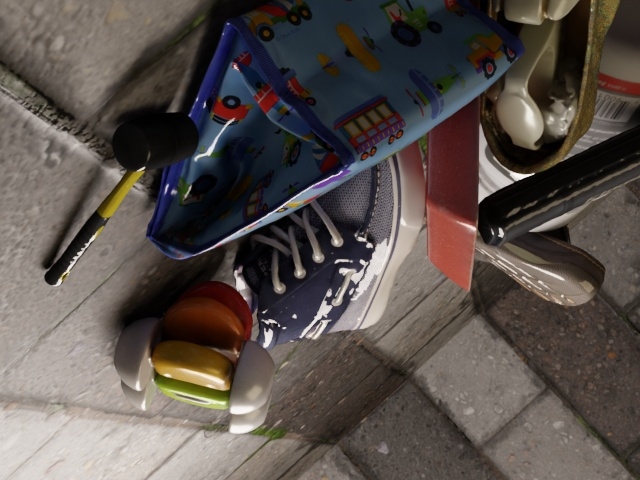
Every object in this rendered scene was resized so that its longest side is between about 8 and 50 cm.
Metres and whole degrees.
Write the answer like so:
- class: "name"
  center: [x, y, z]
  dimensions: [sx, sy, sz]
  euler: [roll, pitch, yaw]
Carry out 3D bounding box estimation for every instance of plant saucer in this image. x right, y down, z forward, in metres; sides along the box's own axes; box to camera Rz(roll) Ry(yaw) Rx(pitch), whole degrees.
- class: "plant saucer"
  center: [0.126, -0.103, 1.105]
  dimensions: [0.047, 0.258, 0.259]
  euler: [1, 165, 7]

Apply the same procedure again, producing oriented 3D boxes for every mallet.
- class: "mallet"
  center: [-0.166, -0.025, 0.872]
  dimensions: [0.190, 0.039, 0.062]
  euler: [-45, 166, 26]

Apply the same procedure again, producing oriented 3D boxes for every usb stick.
- class: "usb stick"
  center: [0.275, -0.069, 1.104]
  dimensions: [0.278, 0.045, 0.077]
  euler: [-25, 161, -8]

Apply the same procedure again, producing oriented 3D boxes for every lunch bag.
- class: "lunch bag"
  center: [-0.010, -0.085, 0.953]
  dimensions: [0.221, 0.138, 0.293]
  euler: [-34, 172, -37]

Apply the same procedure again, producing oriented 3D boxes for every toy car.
- class: "toy car"
  center: [-0.122, 0.114, 1.205]
  dimensions: [0.182, 0.159, 0.136]
  euler: [99, 5, -66]

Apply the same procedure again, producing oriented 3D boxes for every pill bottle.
- class: "pill bottle"
  center: [0.273, -0.166, 1.241]
  dimensions: [0.210, 0.210, 0.363]
  euler: [-36, 164, -23]

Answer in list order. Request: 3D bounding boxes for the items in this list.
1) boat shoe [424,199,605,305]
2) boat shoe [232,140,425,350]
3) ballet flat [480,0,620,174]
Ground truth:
- class: "boat shoe"
  center: [0.250, -0.028, 1.491]
  dimensions: [0.132, 0.355, 0.130]
  euler: [36, 89, -31]
- class: "boat shoe"
  center: [0.000, 0.000, 1.204]
  dimensions: [0.158, 0.127, 0.341]
  euler: [-16, 144, -20]
- class: "ballet flat"
  center: [0.185, -0.189, 0.964]
  dimensions: [0.123, 0.123, 0.349]
  euler: [-36, 145, -22]
